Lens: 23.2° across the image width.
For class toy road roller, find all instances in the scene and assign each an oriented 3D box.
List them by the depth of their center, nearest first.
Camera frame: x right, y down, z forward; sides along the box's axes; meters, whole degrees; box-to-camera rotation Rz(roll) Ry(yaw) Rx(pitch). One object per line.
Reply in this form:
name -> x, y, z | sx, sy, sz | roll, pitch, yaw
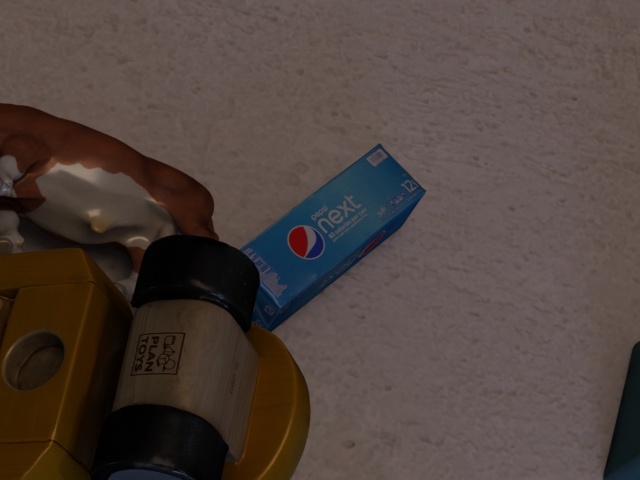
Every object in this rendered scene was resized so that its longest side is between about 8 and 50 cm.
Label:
toy road roller -> -0.169, 0.148, 1.242 | 0.329, 0.240, 0.202 | -4, 55, 20

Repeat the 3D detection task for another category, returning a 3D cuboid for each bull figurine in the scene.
bull figurine -> -0.228, -0.045, 1.333 | 0.310, 0.101, 0.188 | 17, 28, -18

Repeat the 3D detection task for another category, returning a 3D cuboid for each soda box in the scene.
soda box -> 0.000, 0.000, 1.439 | 0.067, 0.071, 0.210 | 46, 56, 10

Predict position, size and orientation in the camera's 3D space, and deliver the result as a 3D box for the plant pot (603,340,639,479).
plant pot -> 0.397, 0.142, 1.412 | 0.166, 0.234, 0.165 | 25, 55, -5
